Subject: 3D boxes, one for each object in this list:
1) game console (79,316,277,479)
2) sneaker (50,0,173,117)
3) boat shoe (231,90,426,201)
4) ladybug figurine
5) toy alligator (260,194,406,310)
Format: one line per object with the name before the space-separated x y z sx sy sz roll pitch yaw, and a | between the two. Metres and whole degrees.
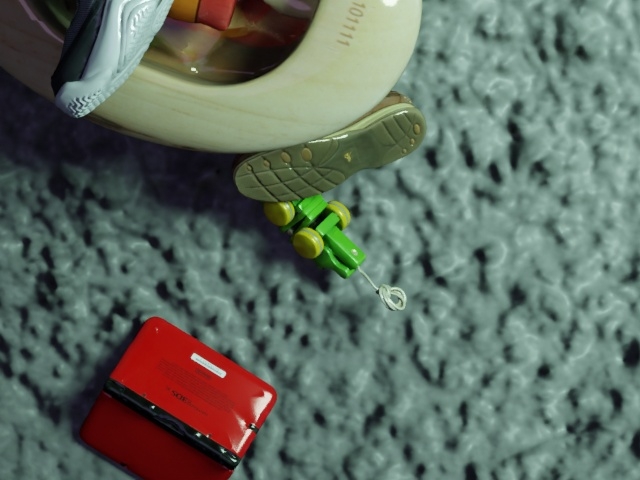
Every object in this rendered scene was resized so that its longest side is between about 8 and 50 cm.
game console | -0.133 0.162 1.732 0.144 0.085 0.124 32 70 -1
sneaker | -0.180 -0.241 1.462 0.153 0.101 0.268 28 94 1
boat shoe | 0.003 -0.086 1.636 0.178 0.060 0.064 -20 133 -10
ladybug figurine | -0.129 -0.243 1.587 0.449 0.162 0.305 23 100 1
toy alligator | 0.000 0.000 1.675 0.189 0.056 0.051 49 140 -3
